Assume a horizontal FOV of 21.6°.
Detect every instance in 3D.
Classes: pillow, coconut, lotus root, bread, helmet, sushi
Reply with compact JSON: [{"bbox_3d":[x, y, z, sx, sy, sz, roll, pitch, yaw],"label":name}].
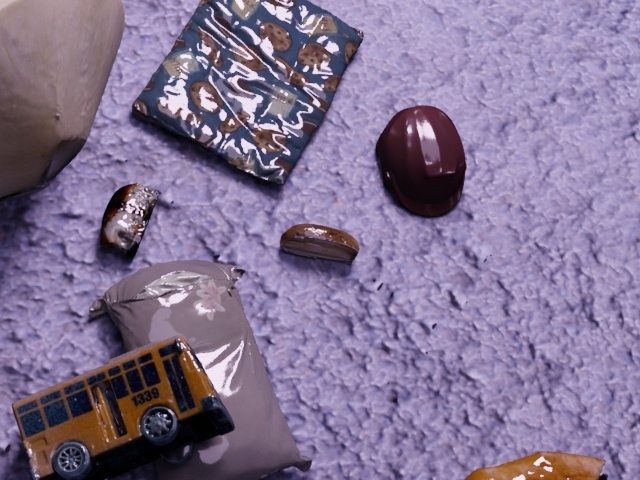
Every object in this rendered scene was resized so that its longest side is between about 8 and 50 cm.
[{"bbox_3d":[-0.114,0.129,1.632,0.169,0.059,0.255,-12,64,-23],"label":"pillow"},{"bbox_3d":[-0.338,-0.182,1.628,0.323,0.323,0.323,8,57,-12],"label":"coconut"},{"bbox_3d":[0.000,-0.002,1.760,0.083,0.037,0.030,10,53,-10],"label":"lotus root"},{"bbox_3d":[0.164,0.296,1.569,0.134,0.129,0.260,29,53,4],"label":"bread"},{"bbox_3d":[0.116,-0.095,1.834,0.098,0.070,0.123,-10,61,-22],"label":"helmet"},{"bbox_3d":[-0.197,-0.025,1.712,0.046,0.044,0.083,21,53,-4],"label":"sushi"},{"bbox_3d":[-0.074,-0.189,1.858,0.189,0.034,0.256,27,55,1],"label":"pillow"}]

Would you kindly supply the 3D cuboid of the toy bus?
[{"bbox_3d":[-0.180,0.161,1.537,0.182,0.091,0.103,-22,66,-1],"label":"toy bus"}]
